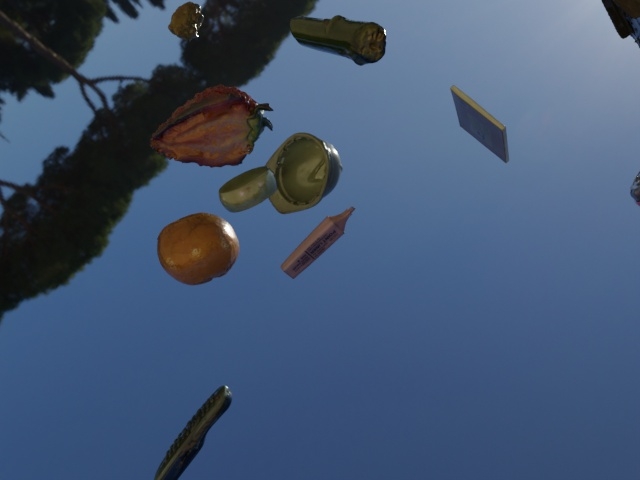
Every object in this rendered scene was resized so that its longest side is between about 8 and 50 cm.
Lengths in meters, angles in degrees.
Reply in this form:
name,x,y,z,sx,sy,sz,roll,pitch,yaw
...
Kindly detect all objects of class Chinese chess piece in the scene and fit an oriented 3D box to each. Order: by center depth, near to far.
name,x,y,z,sx,sy,sz,roll,pitch,yaw
Chinese chess piece,-0.170,-0.120,1.567,0.144,0.058,0.144,-23,-159,9

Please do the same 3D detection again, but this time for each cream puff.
name,x,y,z,sx,sy,sz,roll,pitch,yaw
cream puff,-0.297,-0.490,1.482,0.083,0.058,0.083,-25,-109,15

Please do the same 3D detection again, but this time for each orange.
name,x,y,z,sx,sy,sz,roll,pitch,yaw
orange,-0.122,0.009,0.662,0.083,0.070,0.083,-20,-173,3

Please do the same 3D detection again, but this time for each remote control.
name,x,y,z,sx,sy,sz,roll,pitch,yaw
remote control,-0.234,0.361,1.217,0.222,0.042,0.072,-53,-165,5

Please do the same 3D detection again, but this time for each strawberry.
name,x,y,z,sx,sy,sz,roll,pitch,yaw
strawberry,-0.174,-0.191,1.094,0.192,0.140,0.085,-36,-143,20

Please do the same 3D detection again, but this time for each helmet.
name,x,y,z,sx,sy,sz,roll,pitch,yaw
helmet,-0.026,-0.189,1.840,0.258,0.137,0.204,-29,-103,42

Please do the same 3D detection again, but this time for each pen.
name,x,y,z,sx,sy,sz,roll,pitch,yaw
pen,0.000,0.000,1.370,0.197,0.053,0.032,-45,-149,7

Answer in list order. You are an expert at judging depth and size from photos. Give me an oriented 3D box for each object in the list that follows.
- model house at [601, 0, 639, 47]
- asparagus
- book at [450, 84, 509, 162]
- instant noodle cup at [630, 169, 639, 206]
name,x,y,z,sx,sy,sz,roll,pitch,yaw
model house,0.487,-0.384,0.886,0.211,0.243,0.204,-33,174,16
asparagus,0.021,-0.339,1.104,0.060,0.067,0.278,-47,-149,-4
book,0.280,-0.199,1.153,0.012,0.172,0.118,-46,-110,4
instant noodle cup,0.705,-0.104,1.231,0.182,0.302,0.258,37,-101,7
